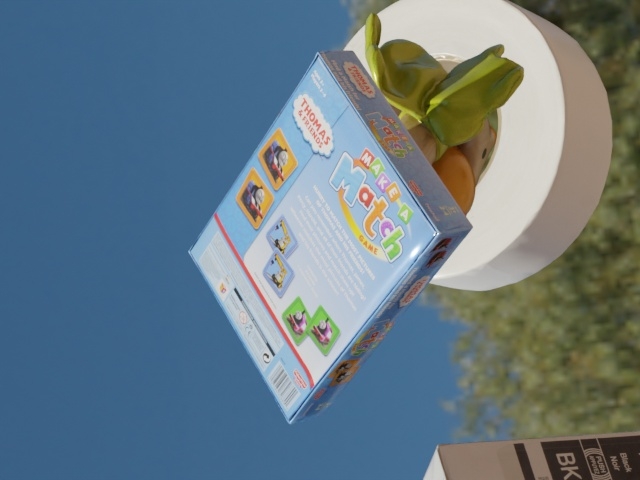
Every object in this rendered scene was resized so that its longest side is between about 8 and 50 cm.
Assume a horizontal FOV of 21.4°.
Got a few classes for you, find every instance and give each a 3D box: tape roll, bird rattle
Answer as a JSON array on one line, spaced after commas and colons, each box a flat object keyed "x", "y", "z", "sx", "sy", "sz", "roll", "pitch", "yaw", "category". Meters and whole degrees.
[{"x": 0.133, "y": -0.097, "z": 1.626, "sx": 0.100, "sy": 0.286, "sz": 0.286, "roll": 13, "pitch": -108, "yaw": -53, "category": "tape roll"}, {"x": 0.076, "y": -0.036, "z": 1.315, "sx": 0.207, "sy": 0.143, "sz": 0.253, "roll": 25, "pitch": -97, "yaw": -66, "category": "bird rattle"}]

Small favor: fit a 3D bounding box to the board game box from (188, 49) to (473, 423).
[{"x": 0.000, "y": 0.000, "z": 1.163, "sx": 0.039, "sy": 0.211, "sz": 0.160, "roll": -8, "pitch": -124, "yaw": -40, "category": "board game box"}]

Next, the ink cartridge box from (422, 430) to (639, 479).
[{"x": 0.232, "y": 0.214, "z": 1.305, "sx": 0.333, "sy": 0.165, "sz": 0.065, "roll": -3, "pitch": -131, "yaw": -16, "category": "ink cartridge box"}]
